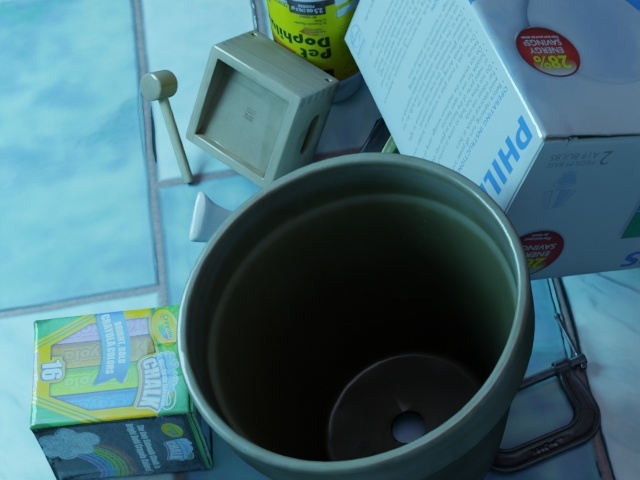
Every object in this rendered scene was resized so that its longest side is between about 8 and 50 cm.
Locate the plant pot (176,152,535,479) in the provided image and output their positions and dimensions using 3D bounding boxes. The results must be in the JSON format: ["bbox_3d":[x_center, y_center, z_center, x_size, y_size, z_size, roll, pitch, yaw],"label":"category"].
[{"bbox_3d":[0.059,0.123,1.501,0.323,0.280,0.323,-8,58,13],"label":"plant pot"}]

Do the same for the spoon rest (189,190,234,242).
[{"bbox_3d":[0.000,0.000,1.724,0.276,0.084,0.137,11,85,6],"label":"spoon rest"}]

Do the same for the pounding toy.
[{"bbox_3d":[-0.103,-0.148,1.816,0.206,0.181,0.094,33,34,20],"label":"pounding toy"}]

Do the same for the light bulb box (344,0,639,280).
[{"bbox_3d":[0.269,-0.170,1.654,0.357,0.225,0.361,-5,52,-25],"label":"light bulb box"}]

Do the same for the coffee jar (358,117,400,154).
[{"bbox_3d":[0.128,-0.071,1.757,0.184,0.079,0.096,19,59,19],"label":"coffee jar"}]

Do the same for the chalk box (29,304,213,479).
[{"bbox_3d":[-0.177,0.154,1.614,0.213,0.132,0.132,-6,56,2],"label":"chalk box"}]

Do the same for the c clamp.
[{"bbox_3d":[0.215,0.165,1.628,0.160,0.022,0.137,-26,62,-12],"label":"c clamp"}]

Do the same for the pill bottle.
[{"bbox_3d":[0.000,-0.256,1.813,0.117,0.215,0.117,-3,56,5],"label":"pill bottle"}]
